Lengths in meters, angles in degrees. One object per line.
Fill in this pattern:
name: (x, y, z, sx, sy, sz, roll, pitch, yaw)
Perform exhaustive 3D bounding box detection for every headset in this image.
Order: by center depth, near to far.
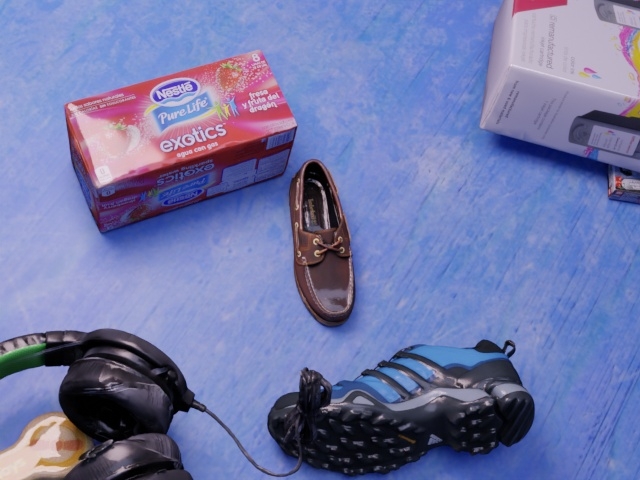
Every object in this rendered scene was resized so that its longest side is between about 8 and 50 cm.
headset: (-0.191, 0.190, 1.074, 0.394, 0.185, 0.243, 2, 52, -16)

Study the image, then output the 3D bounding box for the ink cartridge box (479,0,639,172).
ink cartridge box: (0.385, -0.226, 1.424, 0.306, 0.131, 0.226, 14, 51, -1)

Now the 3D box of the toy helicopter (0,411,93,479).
toy helicopter: (-0.405, 0.271, 1.096, 0.355, 0.140, 0.235, -27, 63, -31)

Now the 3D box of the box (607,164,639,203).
box: (0.461, -0.092, 1.449, 0.137, 0.027, 0.094, 10, 62, -5)

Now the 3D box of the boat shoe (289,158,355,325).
boat shoe: (0.000, 0.000, 1.302, 0.073, 0.073, 0.207, -8, 68, -15)

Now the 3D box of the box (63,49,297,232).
box: (-0.172, -0.122, 1.297, 0.257, 0.128, 0.123, -19, 70, -17)

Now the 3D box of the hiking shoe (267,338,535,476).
hiking shoe: (0.088, 0.188, 1.229, 0.304, 0.113, 0.132, -3, 35, -4)
